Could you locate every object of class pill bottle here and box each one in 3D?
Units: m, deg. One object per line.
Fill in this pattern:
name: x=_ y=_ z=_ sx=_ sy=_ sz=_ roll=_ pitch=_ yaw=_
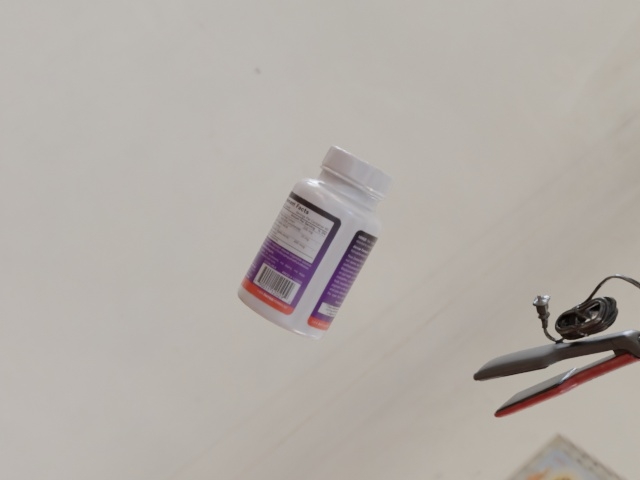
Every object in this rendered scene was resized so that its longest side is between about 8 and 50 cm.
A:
pill bottle: x=0.000 y=0.000 z=1.129 sx=0.108 sy=0.193 sz=0.108 roll=29 pitch=3 yaw=-2

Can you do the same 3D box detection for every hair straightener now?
hair straightener: x=0.210 y=0.087 z=0.909 sx=0.089 sy=0.047 sz=0.230 roll=59 pitch=-36 yaw=3
